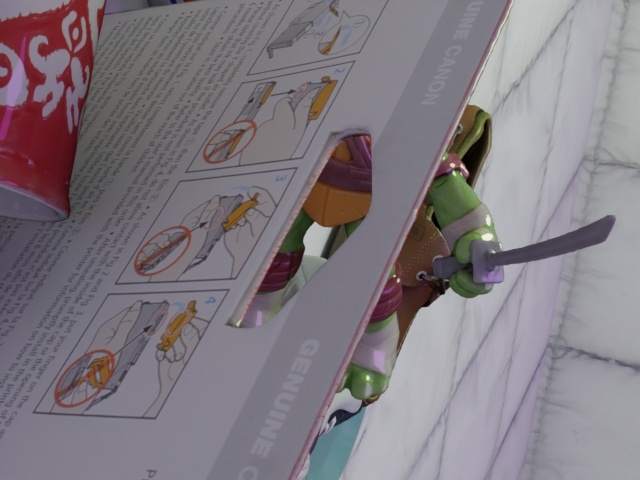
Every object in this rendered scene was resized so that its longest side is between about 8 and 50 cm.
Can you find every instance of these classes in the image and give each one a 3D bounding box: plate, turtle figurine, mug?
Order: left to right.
[{"bbox_3d":[-0.136,-0.103,0.442,0.113,0.150,0.169,18,81,-34],"label":"mug"},{"bbox_3d":[0.000,0.000,0.733,0.275,0.198,0.266,-114,-154,-43],"label":"turtle figurine"},{"bbox_3d":[0.011,0.168,1.179,0.188,0.024,0.188,16,90,-72],"label":"plate"}]

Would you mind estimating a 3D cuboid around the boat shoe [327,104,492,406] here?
[{"bbox_3d":[0.078,0.009,1.091,0.111,0.104,0.307,35,67,-65],"label":"boat shoe"}]

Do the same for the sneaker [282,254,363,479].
[{"bbox_3d":[-0.022,0.143,0.943,0.153,0.094,0.235,53,43,-57],"label":"sneaker"}]

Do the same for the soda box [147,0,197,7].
[{"bbox_3d":[0.036,-0.196,0.673,0.286,0.091,0.098,-34,137,-28],"label":"soda box"}]

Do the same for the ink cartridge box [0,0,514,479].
[{"bbox_3d":[-0.063,0.015,0.452,0.066,0.261,0.296,57,47,-36],"label":"ink cartridge box"}]
